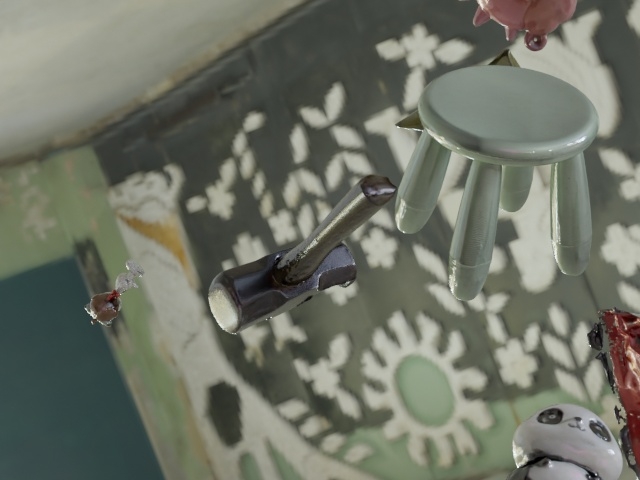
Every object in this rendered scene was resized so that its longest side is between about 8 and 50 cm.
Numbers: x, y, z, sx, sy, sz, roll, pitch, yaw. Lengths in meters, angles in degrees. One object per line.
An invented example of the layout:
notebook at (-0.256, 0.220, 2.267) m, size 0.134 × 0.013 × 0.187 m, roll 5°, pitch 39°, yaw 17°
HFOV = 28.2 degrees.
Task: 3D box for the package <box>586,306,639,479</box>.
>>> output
package at (0.394, 0.169, 1.311) m, size 0.194 × 0.269 × 0.071 m, roll -18°, pitch -169°, yaw 29°

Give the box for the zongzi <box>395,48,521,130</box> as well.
zongzi at (0.240, -0.158, 1.842) m, size 0.204 × 0.205 × 0.094 m, roll -25°, pitch 140°, yaw -9°

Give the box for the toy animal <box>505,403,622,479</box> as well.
toy animal at (0.406, 0.387, 2.143) m, size 0.165 × 0.187 × 0.235 m, roll 97°, pitch 14°, yaw -57°

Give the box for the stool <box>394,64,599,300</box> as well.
stool at (0.196, -0.070, 1.424) m, size 0.195 × 0.198 × 0.195 m, roll -10°, pitch -142°, yaw -22°

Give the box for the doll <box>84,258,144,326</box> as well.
doll at (-0.250, 0.066, 1.559) m, size 0.085 × 0.040 × 0.058 m, roll -48°, pitch -177°, yaw 28°

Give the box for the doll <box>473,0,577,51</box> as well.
doll at (0.284, -0.395, 1.775) m, size 0.211 × 0.262 × 0.093 m, roll -17°, pitch -169°, yaw 8°

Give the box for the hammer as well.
hammer at (0.000, 0.000, 1.912) m, size 0.242 × 0.095 × 0.409 m, roll -20°, pitch 164°, yaw -33°
